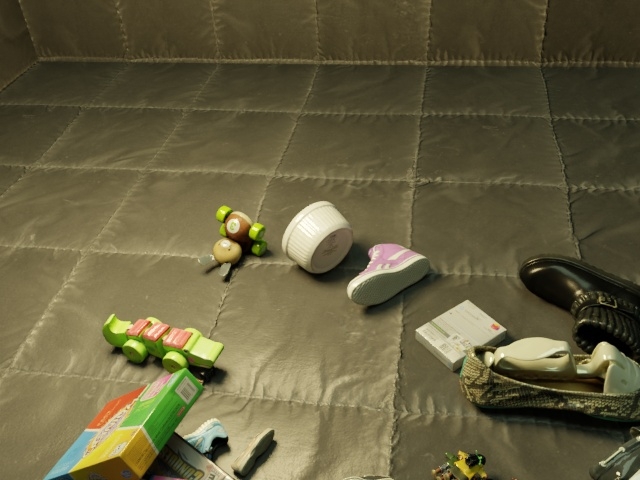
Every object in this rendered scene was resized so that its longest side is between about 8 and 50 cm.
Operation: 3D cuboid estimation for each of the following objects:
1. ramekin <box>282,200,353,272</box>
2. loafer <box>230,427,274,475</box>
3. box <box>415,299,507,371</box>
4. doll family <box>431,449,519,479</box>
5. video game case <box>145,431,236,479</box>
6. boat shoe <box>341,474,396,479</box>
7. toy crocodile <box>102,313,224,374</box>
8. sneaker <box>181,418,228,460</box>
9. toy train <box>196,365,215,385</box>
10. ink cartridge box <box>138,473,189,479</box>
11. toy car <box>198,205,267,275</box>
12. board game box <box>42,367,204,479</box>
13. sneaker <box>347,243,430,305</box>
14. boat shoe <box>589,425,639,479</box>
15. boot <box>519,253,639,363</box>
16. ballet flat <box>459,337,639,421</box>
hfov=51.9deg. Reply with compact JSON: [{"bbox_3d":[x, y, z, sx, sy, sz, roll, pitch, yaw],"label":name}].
[{"bbox_3d":[0.000,0.000,1.925,0.207,0.207,0.109,-28,53,-27],"label":"ramekin"},{"bbox_3d":[-0.152,0.466,1.471,0.039,0.045,0.125,14,44,32],"label":"loafer"},{"bbox_3d":[0.363,0.243,1.705,0.186,0.038,0.145,-26,43,-24],"label":"box"},{"bbox_3d":[0.328,0.498,1.361,0.111,0.076,0.193,-22,46,-28],"label":"doll family"},{"bbox_3d":[-0.330,0.535,1.349,0.274,0.035,0.248,25,64,32],"label":"video game case"},{"bbox_3d":[0.100,0.516,1.384,0.125,0.038,0.046,-8,80,5],"label":"boat shoe"},{"bbox_3d":[-0.407,0.259,1.697,0.340,0.105,0.115,10,40,25],"label":"toy crocodile"},{"bbox_3d":[-0.274,0.467,1.465,0.162,0.063,0.073,-34,51,-31],"label":"sneaker"},{"bbox_3d":[-0.313,0.363,1.620,0.027,0.036,0.158,17,43,25],"label":"toy train"},{"bbox_3d":[-0.378,0.589,1.183,0.175,0.069,0.371,1,35,19],"label":"ink cartridge box"},{"bbox_3d":[-0.278,0.018,1.988,0.155,0.149,0.188,27,58,20],"label":"toy car"},{"bbox_3d":[-0.417,0.412,1.389,0.316,0.064,0.242,-28,18,36],"label":"board game box"},{"bbox_3d":[0.159,0.090,1.882,0.282,0.102,0.161,-18,35,-34],"label":"sneaker"},{"bbox_3d":[0.690,0.426,1.379,0.302,0.114,0.091,-26,49,-27],"label":"boat shoe"},{"bbox_3d":[0.656,0.171,1.676,0.347,0.131,0.260,17,38,25],"label":"boot"},{"bbox_3d":[0.563,0.305,1.489,0.482,0.182,0.164,3,33,9],"label":"ballet flat"}]
